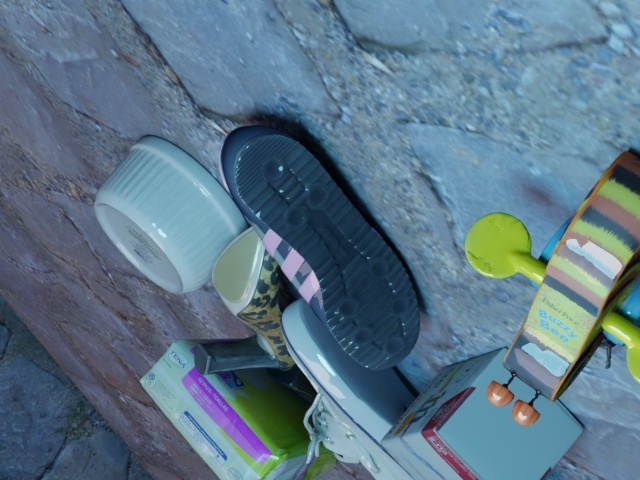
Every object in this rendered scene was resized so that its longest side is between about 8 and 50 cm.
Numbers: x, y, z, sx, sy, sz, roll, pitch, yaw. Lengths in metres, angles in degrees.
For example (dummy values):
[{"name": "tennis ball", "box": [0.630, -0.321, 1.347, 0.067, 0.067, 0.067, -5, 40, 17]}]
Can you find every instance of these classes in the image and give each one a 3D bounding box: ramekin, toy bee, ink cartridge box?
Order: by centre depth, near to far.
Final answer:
[{"name": "toy bee", "box": [0.209, 0.072, 1.005, 0.195, 0.162, 0.298, 24, 152, 38]}, {"name": "ink cartridge box", "box": [0.172, 0.215, 1.379, 0.127, 0.128, 0.176, 45, 159, -2]}, {"name": "ramekin", "box": [-0.200, -0.024, 1.634, 0.207, 0.109, 0.207, 37, 158, 18]}]

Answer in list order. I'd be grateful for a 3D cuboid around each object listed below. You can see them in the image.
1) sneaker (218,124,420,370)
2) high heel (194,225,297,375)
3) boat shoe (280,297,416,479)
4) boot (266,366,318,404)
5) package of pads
[{"name": "sneaker", "box": [0.000, 0.000, 1.359, 0.319, 0.112, 0.131, 58, 172, -26]}, {"name": "high heel", "box": [-0.047, 0.066, 1.617, 0.093, 0.186, 0.261, 54, 135, 38]}, {"name": "boat shoe", "box": [0.042, 0.235, 1.584, 0.156, 0.136, 0.367, -33, 113, 24]}, {"name": "boot", "box": [0.030, 0.216, 1.743, 0.219, 0.082, 0.106, 28, 171, 39]}, {"name": "package of pads", "box": [-0.091, 0.245, 1.763, 0.229, 0.101, 0.296, 46, -167, 17]}]
